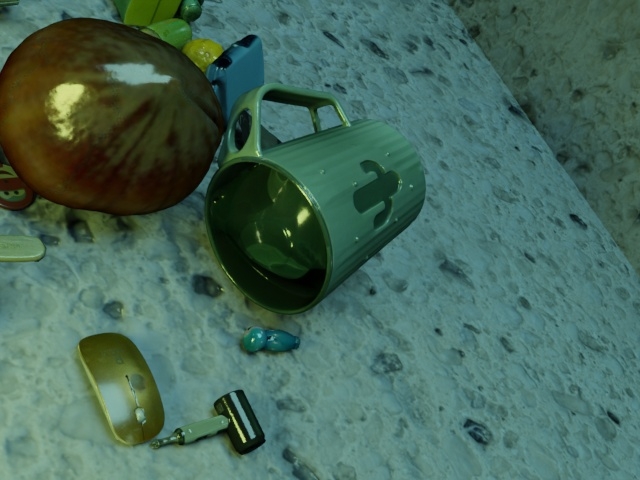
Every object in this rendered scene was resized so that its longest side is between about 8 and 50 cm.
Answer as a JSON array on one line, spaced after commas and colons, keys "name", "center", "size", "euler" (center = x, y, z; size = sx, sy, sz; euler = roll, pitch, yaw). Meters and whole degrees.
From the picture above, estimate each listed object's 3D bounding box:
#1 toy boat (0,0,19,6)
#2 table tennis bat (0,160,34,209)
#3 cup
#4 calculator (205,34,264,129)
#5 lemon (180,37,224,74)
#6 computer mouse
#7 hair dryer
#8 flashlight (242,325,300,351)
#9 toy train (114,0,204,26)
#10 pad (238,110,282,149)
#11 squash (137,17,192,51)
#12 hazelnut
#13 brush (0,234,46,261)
[{"name": "toy boat", "center": [-0.748, -0.504, 1.695], "size": [0.319, 0.092, 0.141], "euler": [-25, 73, -45]}, {"name": "table tennis bat", "center": [-0.565, -0.116, 1.528], "size": [0.098, 0.019, 0.155], "euler": [-9, 63, -48]}, {"name": "cup", "center": [-0.001, -0.105, 1.694], "size": [0.310, 0.401, 0.392], "euler": [22, 35, 31]}, {"name": "calculator", "center": [-0.197, -0.376, 2.032], "size": [0.051, 0.173, 0.293], "euler": [9, 33, 17]}, {"name": "lemon", "center": [-0.277, -0.420, 2.036], "size": [0.114, 0.114, 0.155], "euler": [35, 26, -10]}, {"name": "computer mouse", "center": [-0.318, 0.230, 1.380], "size": [0.102, 0.045, 0.199], "euler": [-6, 57, -44]}, {"name": "hair dryer", "center": [-0.189, 0.316, 1.420], "size": [0.197, 0.057, 0.100], "euler": [-9, 59, -38]}, {"name": "flashlight", "center": [-0.092, 0.192, 1.638], "size": [0.129, 0.051, 0.051], "euler": [15, 43, -42]}, {"name": "toy train", "center": [-0.426, -0.687, 2.152], "size": [0.237, 0.150, 0.369], "euler": [-3, 54, -38]}, {"name": "pad", "center": [-0.126, -0.189, 1.979], "size": [0.174, 0.022, 0.233], "euler": [37, 30, -42]}, {"name": "squash", "center": [-0.358, -0.477, 2.035], "size": [0.095, 0.095, 0.188], "euler": [42, 35, -1]}, {"name": "hazelnut", "center": [-0.369, -0.215, 1.550], "size": [0.409, 0.359, 0.359], "euler": [6, 49, -34]}, {"name": "brush", "center": [-0.567, 0.011, 1.246], "size": [0.336, 0.020, 0.086], "euler": [-1, 57, -31]}]
